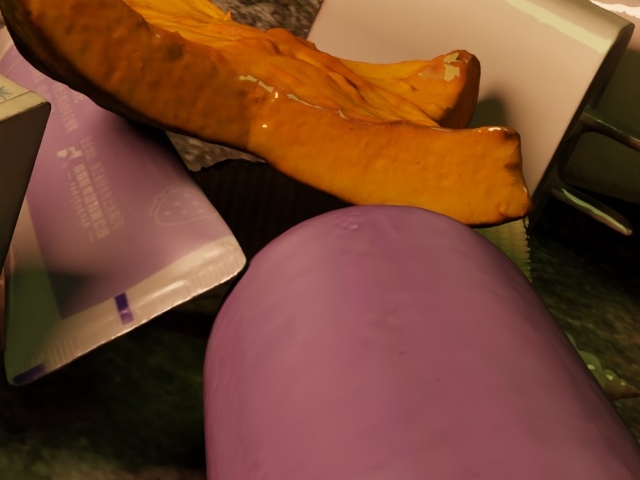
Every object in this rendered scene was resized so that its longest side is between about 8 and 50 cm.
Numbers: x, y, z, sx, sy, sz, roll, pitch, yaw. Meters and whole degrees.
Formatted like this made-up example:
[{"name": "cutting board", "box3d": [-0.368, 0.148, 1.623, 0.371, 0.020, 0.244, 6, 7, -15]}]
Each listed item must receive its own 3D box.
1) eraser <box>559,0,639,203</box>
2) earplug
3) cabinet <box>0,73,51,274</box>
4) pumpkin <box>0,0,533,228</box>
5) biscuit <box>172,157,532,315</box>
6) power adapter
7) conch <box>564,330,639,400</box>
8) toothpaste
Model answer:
[{"name": "eraser", "box3d": [0.279, -0.101, 1.170, 0.331, 0.150, 0.331, 14, 12, -3]}, {"name": "earplug", "box3d": [0.050, 0.135, 0.619, 0.215, 0.215, 0.456, 14, 26, -17]}, {"name": "cabinet", "box3d": [-0.265, -0.037, 0.729, 0.206, 0.150, 0.145, 30, 29, 14]}, {"name": "pumpkin", "box3d": [-0.031, -0.092, 0.861, 0.290, 0.095, 0.258, 20, 13, -9]}, {"name": "biscuit", "box3d": [0.000, 0.000, 0.911, 0.250, 0.046, 0.147, 4, 27, -1]}, {"name": "power adapter", "box3d": [0.114, -0.090, 1.061, 0.255, 0.187, 0.124, 30, 21, 12]}, {"name": "conch", "box3d": [0.109, 0.059, 0.930, 0.180, 0.065, 0.088, 21, 28, 8]}, {"name": "toothpaste", "box3d": [-0.136, -0.045, 0.875, 0.125, 0.080, 0.371, -27, 29, -1]}]
